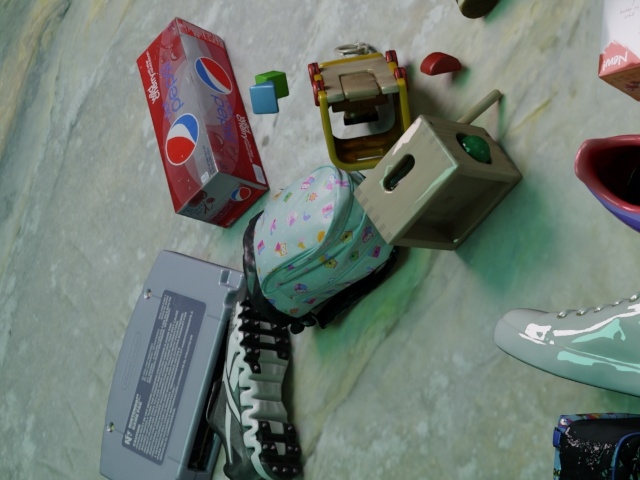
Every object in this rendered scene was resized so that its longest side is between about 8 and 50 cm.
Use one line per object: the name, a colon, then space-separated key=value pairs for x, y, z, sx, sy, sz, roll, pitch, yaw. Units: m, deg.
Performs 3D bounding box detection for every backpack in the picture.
backpack: x=0.257 y=0.228 z=1.099 sx=0.117 sy=0.158 sz=0.173 roll=4 pitch=92 yaw=58
backpack: x=0.000 y=0.000 z=1.493 sx=0.182 sy=0.115 sz=0.152 roll=-30 pitch=54 yaw=37

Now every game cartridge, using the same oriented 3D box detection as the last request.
game cartridge: x=-0.179 y=0.165 z=1.692 sx=0.196 sy=0.060 sz=0.294 roll=15 pitch=89 yaw=47

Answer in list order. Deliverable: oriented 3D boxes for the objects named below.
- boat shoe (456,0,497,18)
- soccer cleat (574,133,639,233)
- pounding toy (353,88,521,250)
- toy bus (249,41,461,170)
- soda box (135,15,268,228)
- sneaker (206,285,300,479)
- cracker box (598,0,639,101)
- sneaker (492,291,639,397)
boat shoe: x=0.182 y=-0.301 z=1.427 sx=0.152 sy=0.056 sz=0.049 roll=-53 pitch=49 yaw=23
soccer cleat: x=0.342 y=-0.022 z=1.103 sx=0.318 sy=0.116 sz=0.109 roll=22 pitch=95 yaw=50
pounding toy: x=0.123 y=-0.075 z=1.378 sx=0.141 sy=0.130 sz=0.100 roll=-49 pitch=58 yaw=27
toy bus: x=0.043 y=-0.138 z=1.491 sx=0.191 sy=0.202 sz=0.104 roll=9 pitch=115 yaw=43
soda box: x=-0.151 y=-0.148 z=1.738 sx=0.092 sy=0.083 sz=0.263 roll=-42 pitch=49 yaw=31
sneaker: x=-0.087 y=0.167 z=1.565 sx=0.106 sy=0.078 sz=0.234 roll=-27 pitch=60 yaw=38
cracker box: x=0.330 y=-0.252 z=1.220 sx=0.155 sy=0.067 sz=0.232 roll=-12 pitch=65 yaw=46
sneaker: x=0.280 y=0.072 z=1.156 sx=0.290 sy=0.106 sz=0.123 roll=11 pitch=92 yaw=39
